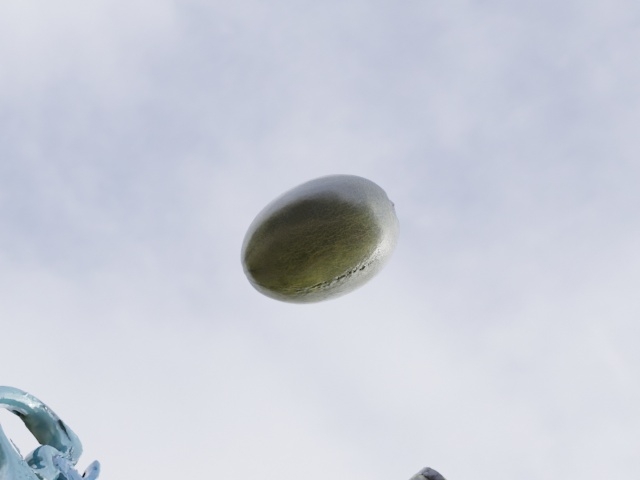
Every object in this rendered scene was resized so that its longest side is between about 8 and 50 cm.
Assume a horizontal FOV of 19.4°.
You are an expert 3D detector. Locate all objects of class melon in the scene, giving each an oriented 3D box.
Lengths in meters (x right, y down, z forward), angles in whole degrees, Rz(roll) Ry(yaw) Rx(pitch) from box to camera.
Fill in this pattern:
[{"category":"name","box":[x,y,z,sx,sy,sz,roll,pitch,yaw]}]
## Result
[{"category":"melon","box":[0.000,0.000,1.476,0.131,0.098,0.098,-29,-87,-2]}]

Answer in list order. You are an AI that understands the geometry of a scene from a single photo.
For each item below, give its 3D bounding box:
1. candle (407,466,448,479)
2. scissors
[{"category":"candle","box":[0.036,0.205,1.217,0.052,0.131,0.052,46,-18,20]},{"category":"scissors","box":[-0.196,0.184,1.217,0.032,0.393,0.180,-43,-92,9]}]
